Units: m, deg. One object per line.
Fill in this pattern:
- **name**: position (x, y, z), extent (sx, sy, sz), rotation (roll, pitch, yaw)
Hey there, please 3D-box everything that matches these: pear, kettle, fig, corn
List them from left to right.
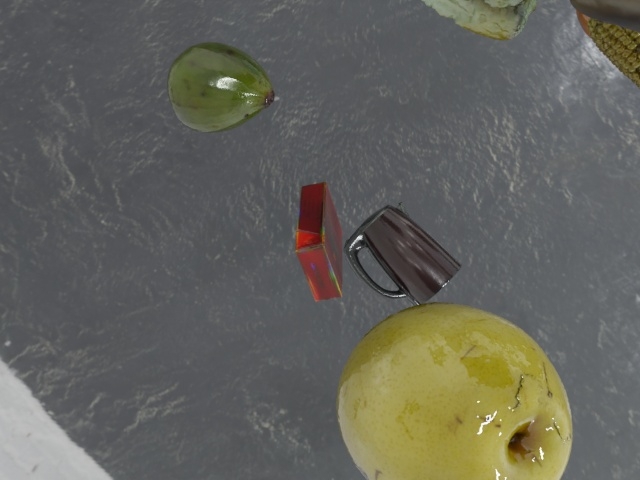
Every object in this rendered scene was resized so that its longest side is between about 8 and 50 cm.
- **fig**: position (-0.210, -0.322, 1.334), extent (0.225, 0.203, 0.202), rotation (22, 122, 20)
- **kettle**: position (0.182, 0.040, 1.448), extent (0.202, 0.144, 0.232), rotation (-44, 86, -3)
- **pear**: position (0.200, 0.261, 0.944), extent (0.349, 0.348, 0.348), rotation (2, 120, 4)
- **corn**: position (0.559, -0.280, 1.006), extent (0.320, 0.097, 0.097), rotation (47, 115, 4)

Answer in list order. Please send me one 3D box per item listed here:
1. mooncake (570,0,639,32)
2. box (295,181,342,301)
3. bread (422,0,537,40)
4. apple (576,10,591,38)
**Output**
- **mooncake**: position (0.480, -0.254, 0.605), extent (0.393, 0.394, 0.246), rotation (35, 112, 17)
- **box**: position (0.000, -0.001, 1.794), extent (0.089, 0.313, 0.197), rotation (-11, 127, 10)
- **bread**: position (0.223, -0.508, 0.843), extent (0.264, 0.239, 0.395), rotation (30, 165, 20)
- **apple**: position (0.729, -0.556, 1.362), extent (0.299, 0.299, 0.275), rotation (35, 104, -14)
